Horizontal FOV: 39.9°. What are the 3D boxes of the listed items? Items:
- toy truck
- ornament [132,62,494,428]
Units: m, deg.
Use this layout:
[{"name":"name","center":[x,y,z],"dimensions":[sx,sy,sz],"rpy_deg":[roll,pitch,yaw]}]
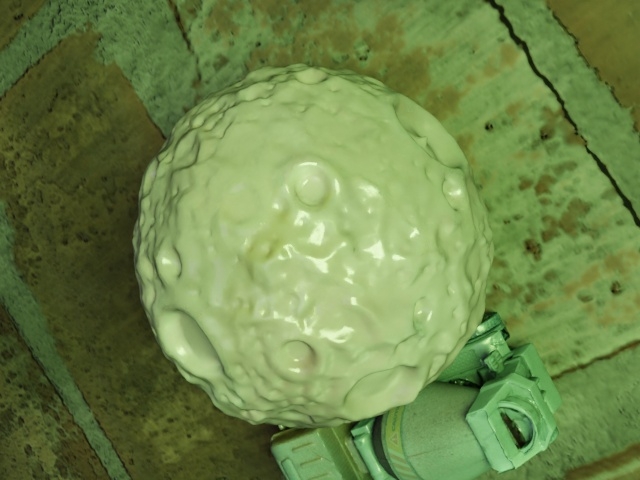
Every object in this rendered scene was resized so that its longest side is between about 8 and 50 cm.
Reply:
[{"name":"toy truck","center":[0.073,0.150,0.695],"dimensions":[0.257,0.140,0.108],"rpy_deg":[-26,92,34]},{"name":"ornament","center":[0.000,0.000,0.620],"dimensions":[0.259,0.259,0.225],"rpy_deg":[49,117,8]}]
